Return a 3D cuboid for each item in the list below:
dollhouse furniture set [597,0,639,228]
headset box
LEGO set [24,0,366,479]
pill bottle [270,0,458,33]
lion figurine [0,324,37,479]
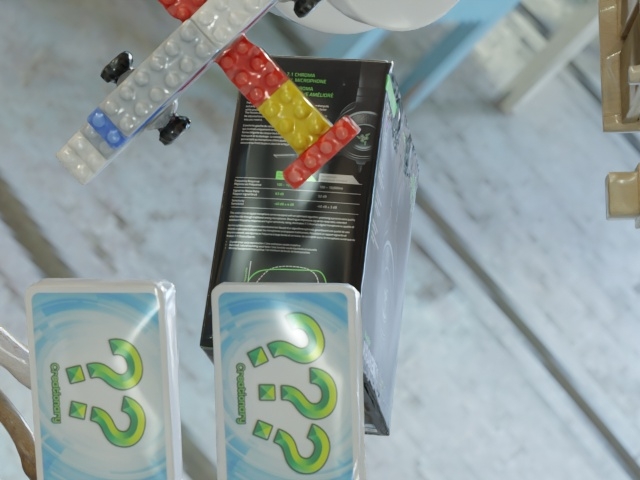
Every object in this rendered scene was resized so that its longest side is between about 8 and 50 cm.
[{"bbox_3d":[0.299,-0.204,1.371,0.303,0.173,0.356,64,24,-83],"label":"dollhouse furniture set"},{"bbox_3d":[0.000,0.000,1.658,0.246,0.131,0.283,67,28,-67],"label":"headset box"},{"bbox_3d":[-0.078,-0.027,0.622,0.182,0.244,0.060,1,11,9],"label":"LEGO set"},{"bbox_3d":[0.000,-0.168,0.995,0.112,0.112,0.186,24,4,-32],"label":"pill bottle"},{"bbox_3d":[-0.274,0.038,1.064,0.240,0.142,0.392,33,-16,16],"label":"lion figurine"}]
